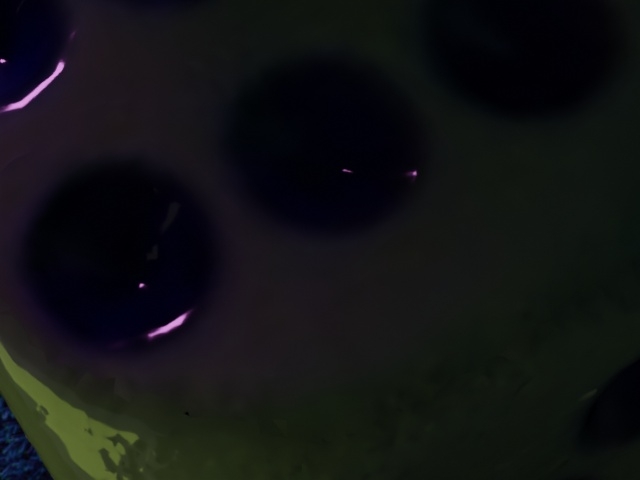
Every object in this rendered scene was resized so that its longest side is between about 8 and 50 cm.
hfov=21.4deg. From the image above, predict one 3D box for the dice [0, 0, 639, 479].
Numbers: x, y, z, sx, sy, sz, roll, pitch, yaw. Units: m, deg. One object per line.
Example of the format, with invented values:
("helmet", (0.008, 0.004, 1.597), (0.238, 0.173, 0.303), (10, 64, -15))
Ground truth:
("dice", (0.000, 0.000, 0.689), (0.304, 0.277, 0.304), (58, 175, 29))
